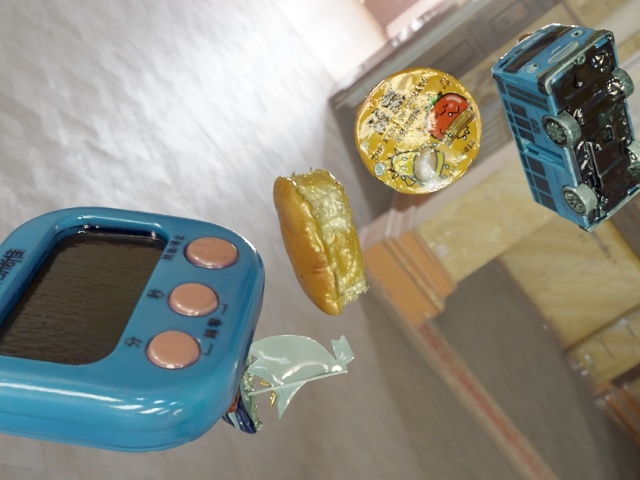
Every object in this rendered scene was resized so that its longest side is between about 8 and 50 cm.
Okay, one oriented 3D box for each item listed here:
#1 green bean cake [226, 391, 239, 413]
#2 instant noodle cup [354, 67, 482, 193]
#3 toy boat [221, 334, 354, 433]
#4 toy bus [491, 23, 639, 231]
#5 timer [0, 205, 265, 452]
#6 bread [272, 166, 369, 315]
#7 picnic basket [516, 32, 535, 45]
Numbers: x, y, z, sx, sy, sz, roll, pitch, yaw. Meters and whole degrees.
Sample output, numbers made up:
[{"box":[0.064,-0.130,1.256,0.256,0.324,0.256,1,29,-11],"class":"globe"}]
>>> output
[{"box":[-0.229,0.276,1.682,0.135,0.136,0.056,75,18,-53],"class":"green bean cake"},{"box":[0.178,-0.183,1.603,0.215,0.216,0.172,56,7,7],"class":"instant noodle cup"},{"box":[-0.074,0.252,1.762,0.067,0.291,0.220,37,38,-56],"class":"toy boat"},{"box":[0.234,-0.110,0.853,0.106,0.090,0.184,40,-18,51],"class":"toy bus"},{"box":[-0.228,0.087,0.996,0.309,0.115,0.340,8,33,3],"class":"timer"},{"box":[0.000,0.000,1.531,0.174,0.121,0.245,-118,-166,-60],"class":"bread"},{"box":[0.335,-0.287,1.348,0.072,0.083,0.072,9,90,-81],"class":"picnic basket"}]
